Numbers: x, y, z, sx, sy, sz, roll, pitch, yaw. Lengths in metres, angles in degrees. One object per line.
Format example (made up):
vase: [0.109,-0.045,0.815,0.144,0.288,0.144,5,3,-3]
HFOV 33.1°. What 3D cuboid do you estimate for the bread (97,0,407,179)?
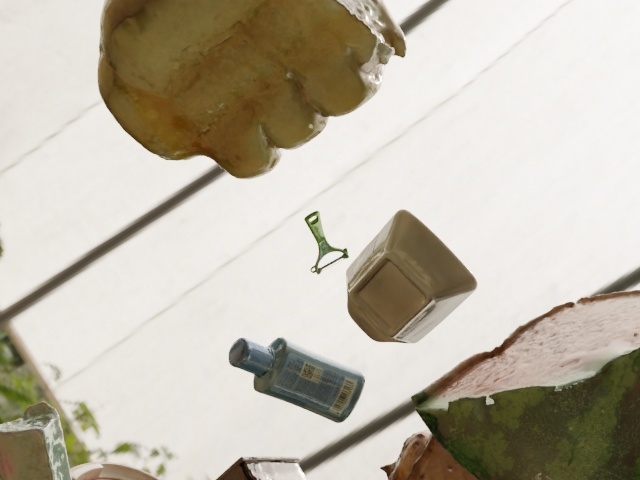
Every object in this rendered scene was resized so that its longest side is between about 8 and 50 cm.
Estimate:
bread: [-0.101,-0.241,1.283,0.300,0.341,0.210,37,31,-24]

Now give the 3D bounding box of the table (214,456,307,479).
table: [-0.093,0.497,1.853,0.169,0.172,0.193,15,37,-53]

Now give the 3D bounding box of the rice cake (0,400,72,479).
rice cake: [-0.248,0.288,0.947,0.051,0.081,0.290,-107,-170,-81]

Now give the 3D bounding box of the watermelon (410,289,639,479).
watermelon: [0.313,0.144,1.057,0.319,0.292,0.222,43,-34,18]

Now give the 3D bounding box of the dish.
dish: [0.103,0.077,1.529,0.154,0.064,0.234,45,-40,6]

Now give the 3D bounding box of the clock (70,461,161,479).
clock: [-0.264,0.393,1.366,0.227,0.241,0.142,38,-64,21]

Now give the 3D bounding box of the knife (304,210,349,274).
knife: [-0.001,-0.002,1.906,0.022,0.078,0.166,50,-10,38]

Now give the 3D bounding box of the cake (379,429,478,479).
cake: [0.225,0.318,1.389,0.293,0.198,0.196,18,-28,25]

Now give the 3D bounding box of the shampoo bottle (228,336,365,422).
shampoo bottle: [-0.043,0.230,1.842,0.258,0.103,0.061,27,1,-33]
